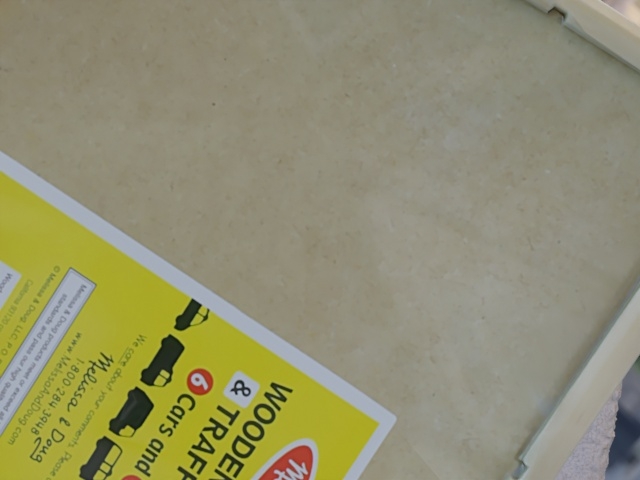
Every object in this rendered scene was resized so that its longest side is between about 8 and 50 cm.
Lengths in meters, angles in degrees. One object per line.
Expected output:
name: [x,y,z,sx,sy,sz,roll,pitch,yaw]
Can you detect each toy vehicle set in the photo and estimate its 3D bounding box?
toy vehicle set: [-0.043,0.041,0.391,0.267,0.166,0.035,-56,-6,5]

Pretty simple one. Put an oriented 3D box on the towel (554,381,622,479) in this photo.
towel: [0.159,0.137,1.488,0.049,0.187,0.282,-33,-50,-81]
